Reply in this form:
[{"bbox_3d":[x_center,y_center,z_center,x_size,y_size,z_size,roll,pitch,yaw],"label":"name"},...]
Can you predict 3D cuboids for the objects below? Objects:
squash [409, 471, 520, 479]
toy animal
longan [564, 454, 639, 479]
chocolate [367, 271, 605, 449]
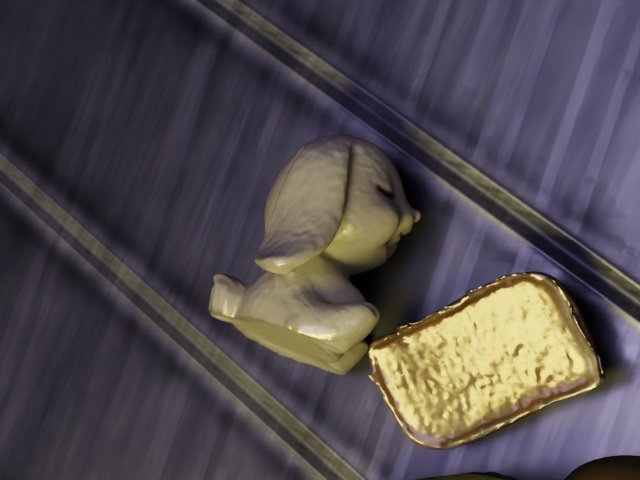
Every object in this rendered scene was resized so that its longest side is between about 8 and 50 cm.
[{"bbox_3d":[0.170,0.357,1.469,0.309,0.210,0.233,-17,75,36],"label":"squash"},{"bbox_3d":[0.000,0.000,1.642,0.206,0.271,0.265,18,78,5],"label":"toy animal"},{"bbox_3d":[0.325,0.324,1.417,0.196,0.196,0.220,-37,32,20],"label":"longan"},{"bbox_3d":[0.191,0.131,1.591,0.261,0.083,0.161,-25,89,25],"label":"chocolate"}]
